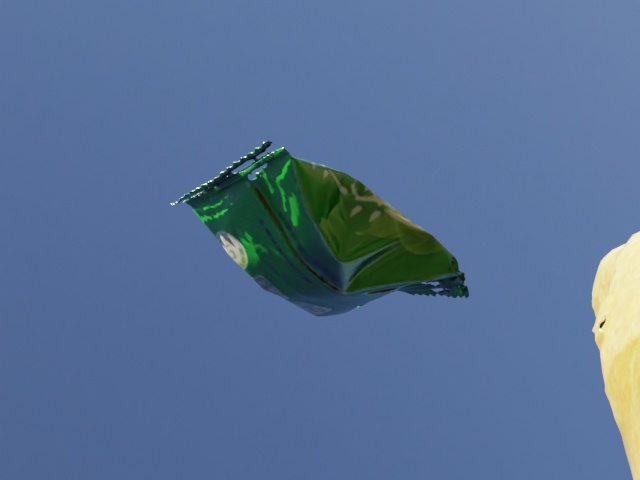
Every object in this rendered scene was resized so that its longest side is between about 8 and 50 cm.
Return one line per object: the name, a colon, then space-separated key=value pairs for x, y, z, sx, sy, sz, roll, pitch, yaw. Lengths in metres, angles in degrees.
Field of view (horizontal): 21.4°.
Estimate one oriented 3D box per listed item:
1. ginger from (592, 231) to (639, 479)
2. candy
ginger: x=0.173 y=0.149 z=0.410 sx=0.122 sy=0.363 sz=0.348 roll=-10 pitch=-93 yaw=-25
candy: x=0.000 y=0.002 z=1.255 sx=0.203 sy=0.141 sz=0.078 roll=31 pitch=-133 yaw=-24
